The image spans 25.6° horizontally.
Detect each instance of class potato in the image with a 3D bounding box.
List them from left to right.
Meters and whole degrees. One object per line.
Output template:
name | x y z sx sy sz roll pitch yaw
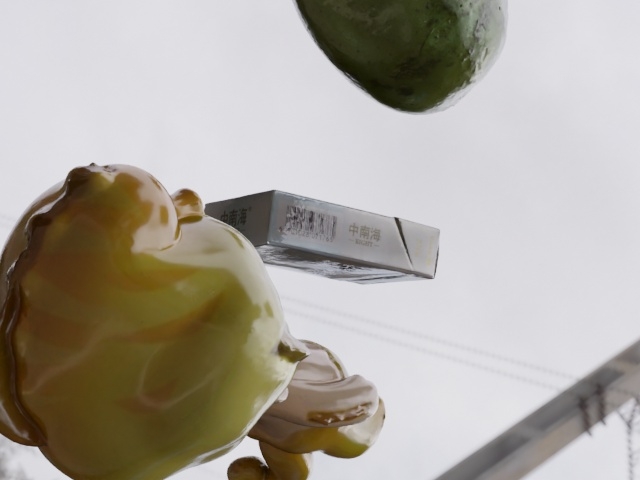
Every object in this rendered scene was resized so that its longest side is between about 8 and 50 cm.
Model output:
potato | 0.076 -0.267 1.459 0.216 0.216 0.304 10 -38 44

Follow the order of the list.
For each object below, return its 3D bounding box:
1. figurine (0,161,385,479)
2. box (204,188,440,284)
figurine | -0.057 0.054 0.626 0.156 0.246 0.131 11 -104 39
box | 0.000 0.000 1.654 0.155 0.243 0.067 -5 -104 54
